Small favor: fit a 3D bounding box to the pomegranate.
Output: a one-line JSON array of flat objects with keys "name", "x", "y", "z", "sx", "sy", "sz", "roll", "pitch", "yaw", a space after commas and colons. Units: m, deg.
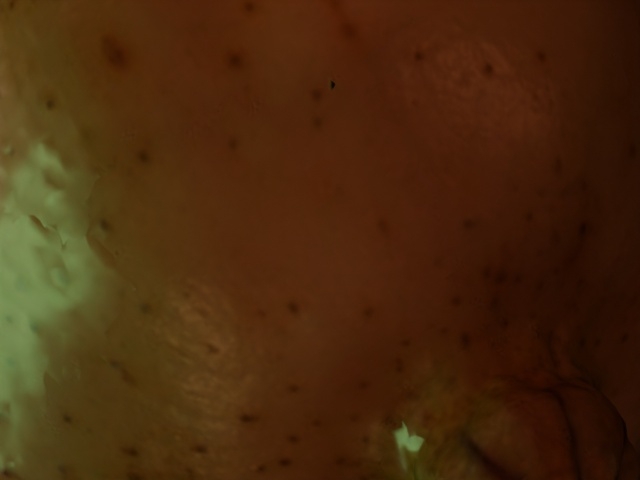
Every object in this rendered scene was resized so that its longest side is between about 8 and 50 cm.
[{"name": "pomegranate", "x": 0.000, "y": 0.000, "z": 0.736, "sx": 0.410, "sy": 0.410, "sz": 0.410, "roll": 162, "pitch": 90, "yaw": -86}]
